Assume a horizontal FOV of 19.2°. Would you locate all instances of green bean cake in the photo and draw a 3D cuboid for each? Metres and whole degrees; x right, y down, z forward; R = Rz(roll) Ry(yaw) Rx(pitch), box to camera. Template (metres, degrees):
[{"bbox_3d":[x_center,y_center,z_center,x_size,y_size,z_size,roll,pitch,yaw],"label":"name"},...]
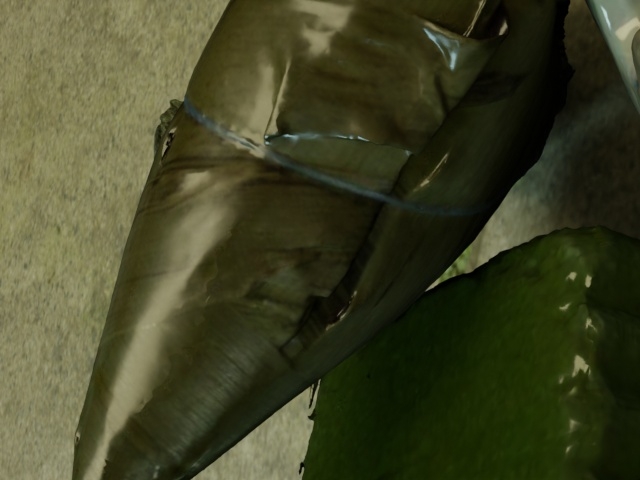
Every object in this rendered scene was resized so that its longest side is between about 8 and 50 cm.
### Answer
[{"bbox_3d":[0.104,0.141,0.918,0.250,0.156,0.247,-31,45,49],"label":"green bean cake"}]

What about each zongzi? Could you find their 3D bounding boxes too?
[{"bbox_3d":[0.000,0.000,0.969,0.160,0.323,0.360,28,91,14],"label":"zongzi"}]

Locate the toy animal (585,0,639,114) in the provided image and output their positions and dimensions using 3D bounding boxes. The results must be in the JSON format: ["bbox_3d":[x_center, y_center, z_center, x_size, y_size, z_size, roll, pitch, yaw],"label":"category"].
[{"bbox_3d":[0.210,-0.097,0.816,0.308,0.188,0.266,-93,-15,-76],"label":"toy animal"}]

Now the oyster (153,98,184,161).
[{"bbox_3d":[-0.096,-0.021,1.399,0.125,0.064,0.177,173,94,-73],"label":"oyster"}]
